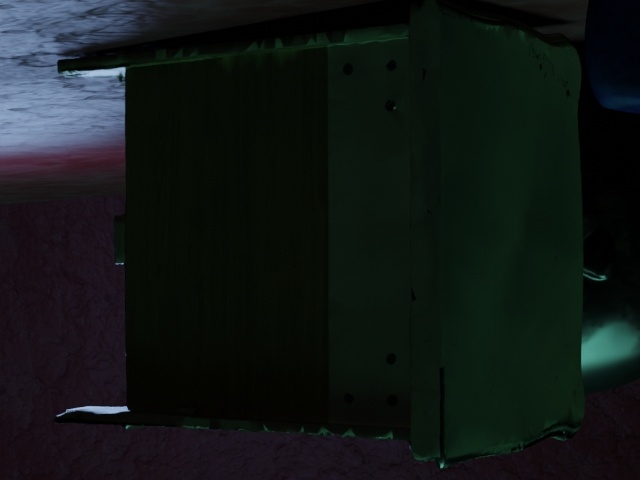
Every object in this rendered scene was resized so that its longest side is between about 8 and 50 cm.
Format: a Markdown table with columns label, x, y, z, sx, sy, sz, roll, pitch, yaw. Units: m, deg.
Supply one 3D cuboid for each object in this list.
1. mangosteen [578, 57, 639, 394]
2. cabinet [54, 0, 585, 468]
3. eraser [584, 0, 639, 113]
| label | x | y | z | sx | sy | sz | roll | pitch | yaw |
| --- | --- | --- | --- | --- | --- | --- | --- | --- | --- |
| mangosteen | 0.197 | -0.008 | 1.318 | 0.297 | 0.296 | 0.313 | -4 | 175 | -16 |
| cabinet | 0.000 | 0.000 | 1.087 | 0.318 | 0.289 | 0.227 | -2 | 179 | 33 |
| eraser | 0.274 | -0.116 | 0.892 | 0.155 | 0.101 | 0.332 | -2 | 179 | 32 |
